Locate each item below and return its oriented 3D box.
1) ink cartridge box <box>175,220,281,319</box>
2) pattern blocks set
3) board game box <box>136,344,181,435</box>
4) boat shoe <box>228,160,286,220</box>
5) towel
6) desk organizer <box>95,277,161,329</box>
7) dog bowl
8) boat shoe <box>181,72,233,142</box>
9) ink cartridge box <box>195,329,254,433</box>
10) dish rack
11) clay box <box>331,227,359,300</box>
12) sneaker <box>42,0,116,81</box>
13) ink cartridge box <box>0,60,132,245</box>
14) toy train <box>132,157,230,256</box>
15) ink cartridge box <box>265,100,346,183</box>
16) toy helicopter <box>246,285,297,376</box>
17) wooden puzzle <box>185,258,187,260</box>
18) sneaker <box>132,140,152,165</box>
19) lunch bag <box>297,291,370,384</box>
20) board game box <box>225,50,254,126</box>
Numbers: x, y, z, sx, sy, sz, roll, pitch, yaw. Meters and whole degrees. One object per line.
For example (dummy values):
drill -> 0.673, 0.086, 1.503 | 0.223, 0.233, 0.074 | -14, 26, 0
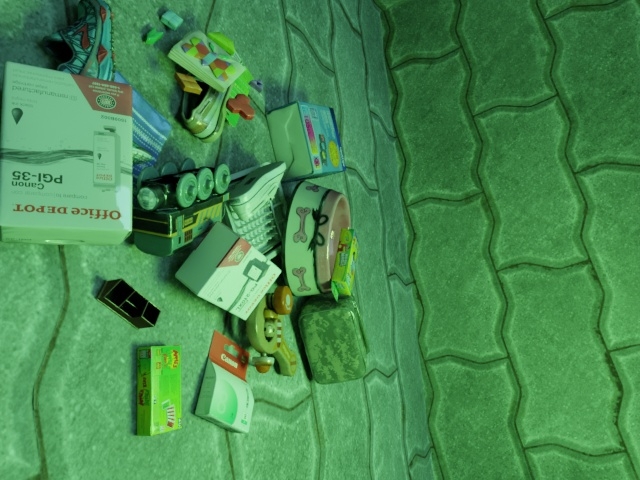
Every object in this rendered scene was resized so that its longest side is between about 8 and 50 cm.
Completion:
ink cartridge box -> -0.226, 0.084, 1.240 | 0.172, 0.100, 0.237 | -54, 150, -7
pattern blocks set -> -0.301, -0.483, 1.304 | 0.324, 0.026, 0.286 | 25, 48, -22
board game box -> -0.353, 0.325, 1.062 | 0.092, 0.043, 0.181 | 20, 64, -62
boat shoe -> -0.171, -0.147, 1.406 | 0.267, 0.096, 0.088 | -58, 136, -52
towel -> -0.455, -0.213, 1.055 | 0.243, 0.040, 0.336 | 50, 38, -45
desk organizer -> -0.402, 0.135, 1.021 | 0.130, 0.050, 0.047 | 55, 34, -42
dog bowl -> 0.000, 0.000, 1.678 | 0.408, 0.150, 0.408 | 5, 90, -75
boat shoe -> -0.316, -0.426, 1.340 | 0.103, 0.113, 0.303 | 37, 46, -57
ink cartridge box -> -0.236, 0.374, 1.284 | 0.181, 0.056, 0.225 | 51, 39, -47
dish rack -> -0.207, -0.079, 1.490 | 0.333, 0.072, 0.286 | -40, 118, -62
clay box -> 0.084, 0.086, 1.627 | 0.127, 0.053, 0.222 | 66, 32, -62
sneaker -> -0.488, -0.406, 0.975 | 0.125, 0.104, 0.262 | 5, 57, -37
ink cartridge box -> -0.447, -0.142, 0.857 | 0.207, 0.117, 0.283 | 2, 77, -32
toy train -> -0.323, -0.087, 1.156 | 0.334, 0.142, 0.190 | -47, 146, -69
ink cartridge box -> -0.033, -0.381, 1.886 | 0.395, 0.151, 0.270 | -25, 103, -66
toy helicopter -> -0.136, 0.312, 1.433 | 0.355, 0.140, 0.235 | 69, 21, -44
wooden puzzle -> -0.323, 0.083, 1.254 | 0.116, 0.014, 0.079 | 15, 63, -63
sneaker -> -0.424, -0.212, 1.022 | 0.166, 0.064, 0.076 | 19, 61, -60
lunch bag -> 0.055, 0.324, 1.755 | 0.256, 0.212, 0.305 | -73, 149, -74
board game box -> -0.282, -0.480, 1.525 | 0.124, 0.039, 0.260 | 54, 33, -42
